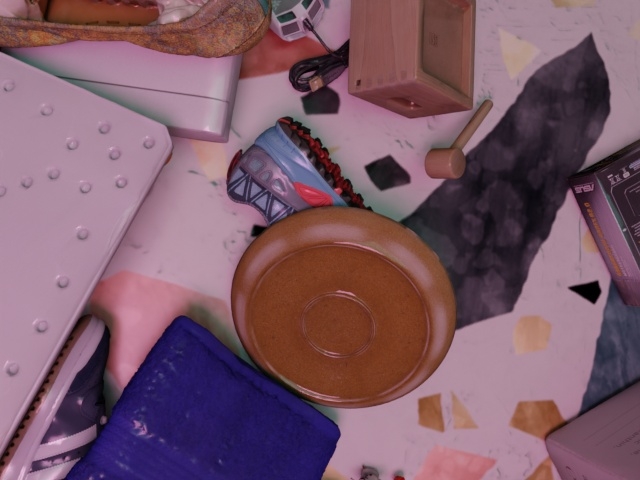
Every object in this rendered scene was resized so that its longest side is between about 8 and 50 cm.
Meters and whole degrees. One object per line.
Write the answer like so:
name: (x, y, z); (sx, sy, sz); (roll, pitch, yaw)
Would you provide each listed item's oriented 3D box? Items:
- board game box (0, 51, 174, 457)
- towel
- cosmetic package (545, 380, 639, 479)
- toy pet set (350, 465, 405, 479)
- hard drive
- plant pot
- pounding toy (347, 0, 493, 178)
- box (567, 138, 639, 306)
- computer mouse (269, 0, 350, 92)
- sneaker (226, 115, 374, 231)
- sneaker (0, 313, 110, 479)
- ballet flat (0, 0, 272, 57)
board game box: (-0.380, 0.003, 0.494); (0.390, 0.050, 0.390); (24, 77, 4)
towel: (-0.130, 0.254, 0.534); (0.228, 0.076, 0.308); (41, 58, -18)
cosmetic package: (0.513, 0.313, 0.563); (0.327, 0.394, 0.329); (-25, 93, -11)
toy pet set: (0.025, 0.314, 0.643); (0.114, 0.065, 0.122); (14, 88, -46)
hard drive: (-0.180, -0.290, 0.584); (0.233, 0.047, 0.353); (9, 86, 4)
plant pot: (0.019, 0.081, 0.589); (0.236, 0.032, 0.236); (3, 114, 8)
pounding toy: (0.112, -0.169, 0.641); (0.181, 0.094, 0.206); (4, 87, -51)
box: (0.452, -0.049, 0.732); (0.231, 0.056, 0.183); (-28, 95, -11)
computer mouse: (-0.034, -0.262, 0.645); (0.106, 0.042, 0.193); (-39, 102, -6)
sneaker: (0.000, 0.000, 0.631); (0.125, 0.104, 0.262); (-33, 104, 17)
sneaker: (-0.228, 0.225, 0.564); (0.153, 0.099, 0.282); (26, 73, -22)
ballet flat: (-0.217, -0.231, 0.502); (0.349, 0.123, 0.123); (7, 87, 4)
